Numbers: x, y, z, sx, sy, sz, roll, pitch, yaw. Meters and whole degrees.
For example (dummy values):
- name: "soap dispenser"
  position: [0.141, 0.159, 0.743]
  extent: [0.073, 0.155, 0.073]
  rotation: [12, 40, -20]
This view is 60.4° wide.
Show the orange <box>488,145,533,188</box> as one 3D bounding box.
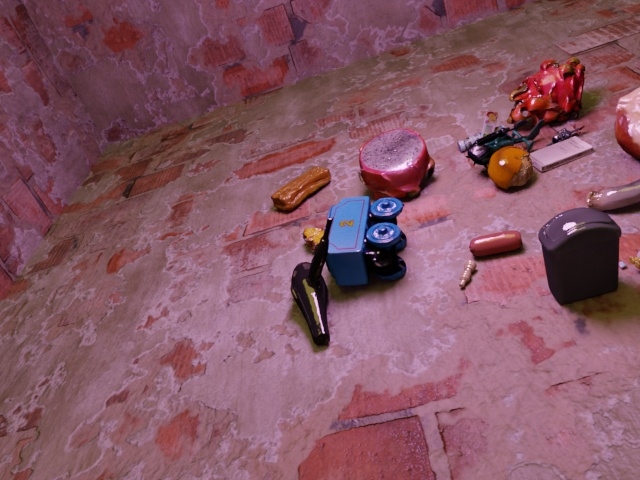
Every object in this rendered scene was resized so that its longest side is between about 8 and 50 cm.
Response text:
- name: "orange"
  position: [0.654, -0.249, 1.899]
  extent: [0.156, 0.134, 0.157]
  rotation: [2, 69, -6]

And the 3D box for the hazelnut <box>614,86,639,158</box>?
- name: "hazelnut"
  position: [1.045, -0.376, 1.728]
  extent: [0.241, 0.261, 0.261]
  rotation: [39, 61, 19]

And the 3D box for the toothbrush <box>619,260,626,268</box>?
- name: "toothbrush"
  position: [0.799, 0.025, 1.514]
  extent: [0.017, 0.014, 0.162]
  rotation: [-27, 30, 18]

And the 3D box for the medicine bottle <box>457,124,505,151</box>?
- name: "medicine bottle"
  position: [0.643, -0.406, 2.193]
  extent: [0.191, 0.051, 0.051]
  rotation: [-20, 33, 4]

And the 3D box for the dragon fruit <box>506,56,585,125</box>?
- name: "dragon fruit"
  position: [0.880, -0.564, 2.125]
  extent: [0.243, 0.228, 0.307]
  rotation: [11, 47, 46]

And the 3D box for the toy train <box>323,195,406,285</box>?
- name: "toy train"
  position: [0.141, -0.001, 1.762]
  extent: [0.264, 0.188, 0.300]
  rotation: [-3, 39, 14]

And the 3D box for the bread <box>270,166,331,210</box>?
- name: "bread"
  position: [-0.082, -0.222, 2.324]
  extent: [0.271, 0.077, 0.139]
  rotation: [-40, 33, -28]

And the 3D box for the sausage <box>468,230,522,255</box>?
- name: "sausage"
  position: [0.524, 0.009, 1.651]
  extent: [0.154, 0.062, 0.062]
  rotation: [-12, 34, 14]

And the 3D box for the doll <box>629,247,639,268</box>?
- name: "doll"
  position: [0.872, 0.040, 1.414]
  extent: [0.142, 0.058, 0.099]
  rotation: [-16, 32, 0]

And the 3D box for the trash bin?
- name: "trash bin"
  position: [0.652, 0.034, 1.379]
  extent: [0.176, 0.236, 0.101]
  rotation: [-18, 32, 7]

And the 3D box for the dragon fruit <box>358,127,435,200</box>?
- name: "dragon fruit"
  position: [0.289, -0.271, 2.098]
  extent: [0.290, 0.189, 0.291]
  rotation: [-15, 42, 14]

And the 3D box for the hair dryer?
- name: "hair dryer"
  position: [-0.004, 0.094, 1.602]
  extent: [0.120, 0.360, 0.304]
  rotation: [3, 37, -14]

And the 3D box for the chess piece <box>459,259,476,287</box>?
- name: "chess piece"
  position: [0.426, 0.101, 1.605]
  extent: [0.035, 0.035, 0.092]
  rotation: [5, 45, 35]

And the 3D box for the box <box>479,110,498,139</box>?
- name: "box"
  position: [0.649, -0.414, 2.140]
  extent: [0.049, 0.041, 0.207]
  rotation: [10, 64, 18]

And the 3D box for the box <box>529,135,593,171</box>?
- name: "box"
  position: [0.846, -0.308, 1.952]
  extent: [0.198, 0.029, 0.109]
  rotation: [-21, 33, -1]

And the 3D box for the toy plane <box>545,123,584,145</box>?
- name: "toy plane"
  position: [0.901, -0.386, 2.013]
  extent: [0.145, 0.060, 0.037]
  rotation: [-26, 71, 3]

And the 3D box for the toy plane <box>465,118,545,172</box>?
- name: "toy plane"
  position: [0.663, -0.350, 1.998]
  extent: [0.381, 0.155, 0.106]
  rotation: [-15, 52, -27]

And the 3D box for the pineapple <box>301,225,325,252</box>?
- name: "pineapple"
  position: [0.000, 0.000, 1.980]
  extent: [0.116, 0.069, 0.137]
  rotation: [-30, 42, -22]

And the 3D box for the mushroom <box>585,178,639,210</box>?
- name: "mushroom"
  position: [0.928, -0.145, 1.614]
  extent: [0.277, 0.099, 0.096]
  rotation: [-16, 28, 15]
